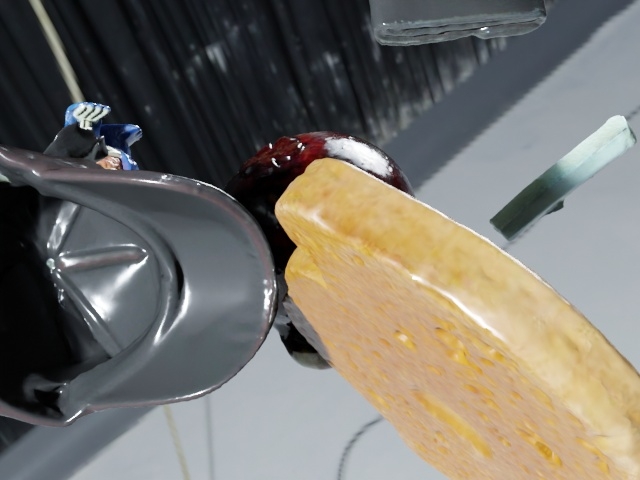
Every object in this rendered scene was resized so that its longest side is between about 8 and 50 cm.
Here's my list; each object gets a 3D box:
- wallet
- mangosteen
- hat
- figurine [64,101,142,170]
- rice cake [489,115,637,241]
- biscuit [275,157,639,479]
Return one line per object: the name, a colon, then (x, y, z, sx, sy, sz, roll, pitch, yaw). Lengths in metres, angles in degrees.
wallet: (0.162, -0.453, 1.764, 0.229, 0.062, 0.405, -4, 68, -3)
mangosteen: (0.000, 0.000, 1.199, 0.210, 0.210, 0.209, -11, 45, 12)
hat: (-0.181, 0.021, 1.105, 0.336, 0.238, 0.209, -2, 11, 14)
figurine: (-0.279, -0.037, 1.601, 0.121, 0.164, 0.262, -20, 50, 30)
rice cake: (0.260, -0.063, 1.397, 0.180, 0.042, 0.030, -39, 41, 8)
biscuit: (0.117, 0.109, 0.953, 0.350, 0.455, 0.078, 43, 76, 12)
